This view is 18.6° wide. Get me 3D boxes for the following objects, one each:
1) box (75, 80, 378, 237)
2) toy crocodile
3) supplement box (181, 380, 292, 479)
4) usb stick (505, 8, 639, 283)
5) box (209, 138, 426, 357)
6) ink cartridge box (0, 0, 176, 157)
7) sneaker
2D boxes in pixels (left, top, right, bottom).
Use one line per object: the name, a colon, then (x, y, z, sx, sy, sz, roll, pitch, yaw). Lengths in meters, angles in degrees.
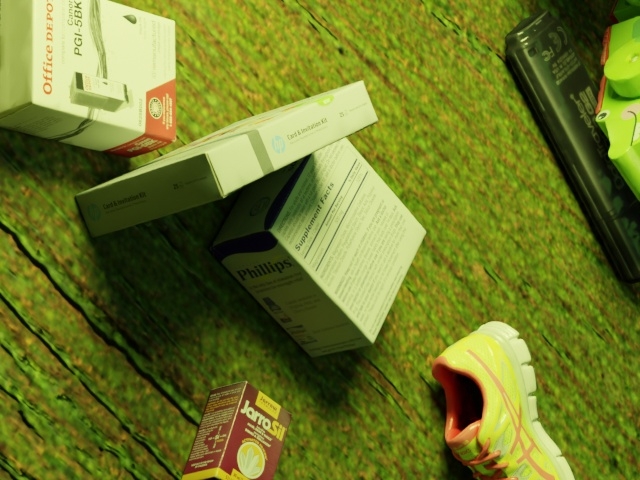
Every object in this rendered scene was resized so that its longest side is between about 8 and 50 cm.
box: (-0.067, -0.061, 1.450, 0.186, 0.145, 0.038, -27, 99, -46)
toy crocodile: (0.314, -0.172, 1.878, 0.115, 0.105, 0.340, 47, 40, -33)
supplement box: (-0.062, 0.156, 1.463, 0.055, 0.043, 0.083, 38, 53, -31)
usb stick: (0.258, -0.087, 1.871, 0.077, 0.045, 0.278, -40, 108, -38)
box: (0.000, 0.000, 1.554, 0.137, 0.072, 0.126, 49, 49, -26)
ink cartridge box: (-0.173, -0.124, 1.424, 0.135, 0.056, 0.099, 12, 71, -44)
sneaker: (0.146, 0.178, 1.657, 0.094, 0.081, 0.208, -13, 80, -42)
